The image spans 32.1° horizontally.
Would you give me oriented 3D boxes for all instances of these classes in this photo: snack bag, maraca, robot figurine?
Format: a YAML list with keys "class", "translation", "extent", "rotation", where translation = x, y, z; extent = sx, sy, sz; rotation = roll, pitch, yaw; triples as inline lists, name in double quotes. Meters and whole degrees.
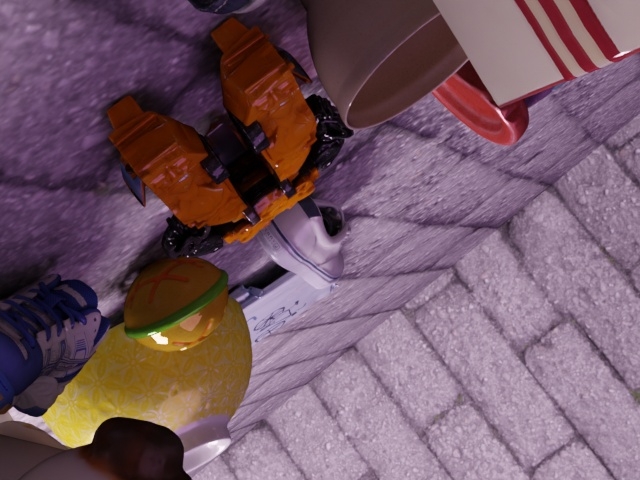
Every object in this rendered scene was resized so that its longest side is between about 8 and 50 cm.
- class: "snack bag"
  translation: [-0.110, 0.120, 1.695]
  extent: [0.342, 0.037, 0.323]
  rotation: [-34, 168, -11]
- class: "maraca"
  translation: [-0.161, 0.065, 1.226]
  extent: [0.127, 0.099, 0.185]
  rotation: [-27, -168, -8]
- class: "robot figurine"
  translation: [-0.073, -0.077, 0.960]
  extent: [0.211, 0.085, 0.291]
  rotation: [-36, 167, -2]

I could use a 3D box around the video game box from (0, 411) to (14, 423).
- class: "video game box"
  translation: [-0.467, 0.276, 1.247]
  extent: [0.187, 0.048, 0.205]
  rotation: [-42, 167, 31]

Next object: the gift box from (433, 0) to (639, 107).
- class: "gift box"
  translation: [0.134, -0.239, 0.573]
  extent: [0.255, 0.258, 0.276]
  rotation: [-35, -173, -20]

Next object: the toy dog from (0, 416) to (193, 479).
- class: "toy dog"
  translation: [-0.250, 0.270, 1.017]
  extent: [0.408, 0.395, 0.284]
  rotation: [-9, -139, 47]

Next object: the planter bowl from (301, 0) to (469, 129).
- class: "planter bowl"
  translation: [0.053, -0.180, 0.871]
  extent: [0.162, 0.109, 0.162]
  rotation: [-35, 168, -8]

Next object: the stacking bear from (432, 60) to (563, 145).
- class: "stacking bear"
  translation: [0.216, -0.242, 1.021]
  extent: [0.289, 0.175, 0.164]
  rotation: [-45, 167, 0]

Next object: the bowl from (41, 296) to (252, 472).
- class: "bowl"
  translation: [-0.197, 0.209, 1.395]
  extent: [0.289, 0.156, 0.289]
  rotation: [-25, 161, -9]

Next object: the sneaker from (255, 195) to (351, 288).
- class: "sneaker"
  translation: [0.000, 0.000, 1.425]
  extent: [0.091, 0.094, 0.258]
  rotation: [-34, 168, 8]

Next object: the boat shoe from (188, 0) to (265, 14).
- class: "boat shoe"
  translation: [-0.052, -0.199, 0.545]
  extent: [0.079, 0.095, 0.254]
  rotation: [-33, 166, -27]

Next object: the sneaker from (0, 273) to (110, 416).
- class: "sneaker"
  translation: [-0.265, 0.076, 0.986]
  extent: [0.131, 0.112, 0.296]
  rotation: [-46, 176, -8]
